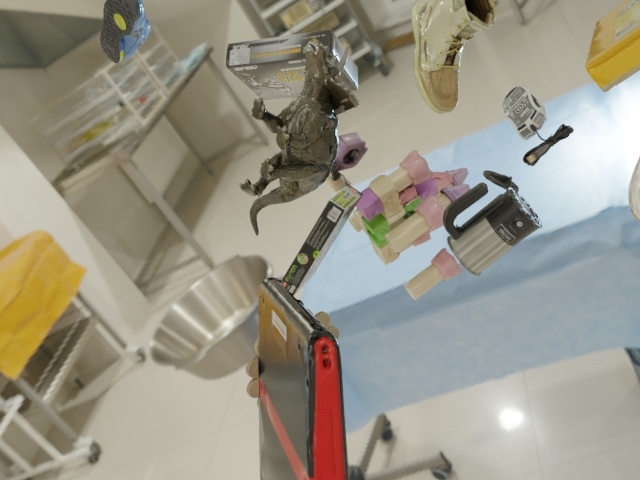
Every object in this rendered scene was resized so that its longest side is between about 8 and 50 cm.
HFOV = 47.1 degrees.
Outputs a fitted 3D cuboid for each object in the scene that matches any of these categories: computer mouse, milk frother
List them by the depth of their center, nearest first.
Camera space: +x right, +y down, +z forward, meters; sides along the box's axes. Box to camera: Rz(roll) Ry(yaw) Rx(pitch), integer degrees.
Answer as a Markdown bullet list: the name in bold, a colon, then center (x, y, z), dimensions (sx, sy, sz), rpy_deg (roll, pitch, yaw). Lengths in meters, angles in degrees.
- **milk frother**: center (0.281, -0.038, 1.235), dimensions (0.134, 0.129, 0.143), rpy_deg (-41, -3, 23)
- **computer mouse**: center (0.405, -0.227, 1.396), dimensions (0.106, 0.042, 0.193), rpy_deg (-49, 35, 31)

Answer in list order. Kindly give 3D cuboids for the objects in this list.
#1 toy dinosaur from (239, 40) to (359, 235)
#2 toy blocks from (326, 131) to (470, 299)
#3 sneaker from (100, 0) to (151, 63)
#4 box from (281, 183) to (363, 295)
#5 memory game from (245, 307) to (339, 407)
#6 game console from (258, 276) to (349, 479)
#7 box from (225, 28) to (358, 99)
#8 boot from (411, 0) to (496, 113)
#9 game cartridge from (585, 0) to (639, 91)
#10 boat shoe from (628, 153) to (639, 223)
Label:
- **toy dinosaur**: center (-0.027, -0.131, 1.096), dimensions (0.160, 0.314, 0.121), rpy_deg (-8, 31, -37)
- **toy blocks**: center (0.200, -0.098, 1.555), dimensions (0.260, 0.289, 0.309), rpy_deg (-36, 57, -4)
- **sneaker**: center (-0.344, -0.400, 1.333), dimensions (0.082, 0.069, 0.209), rpy_deg (-40, 3, -26)
- **box**: center (0.000, 0.000, 1.369), dimensions (0.207, 0.036, 0.114), rpy_deg (-59, -7, 26)
- **memory game**: center (-0.042, 0.192, 1.174), dimensions (0.186, 0.186, 0.012), rpy_deg (-42, 42, -17)
- **game console**: center (-0.026, 0.240, 0.915), dimensions (0.060, 0.342, 0.386), rpy_deg (-1, 6, -13)
- **box**: center (-0.056, -0.363, 1.542), dimensions (0.230, 0.183, 0.056), rpy_deg (-2, 77, 19)
- **boot**: center (0.232, -0.336, 1.258), dimensions (0.077, 0.213, 0.165), rpy_deg (-7, -1, -26)
- **game cartridge**: center (0.512, -0.348, 0.978), dimensions (0.323, 0.053, 0.285), rpy_deg (-38, 8, 34)
- **boat shoe**: center (0.331, -0.137, 0.590), dimensions (0.098, 0.277, 0.096), rpy_deg (14, 1, 9)
